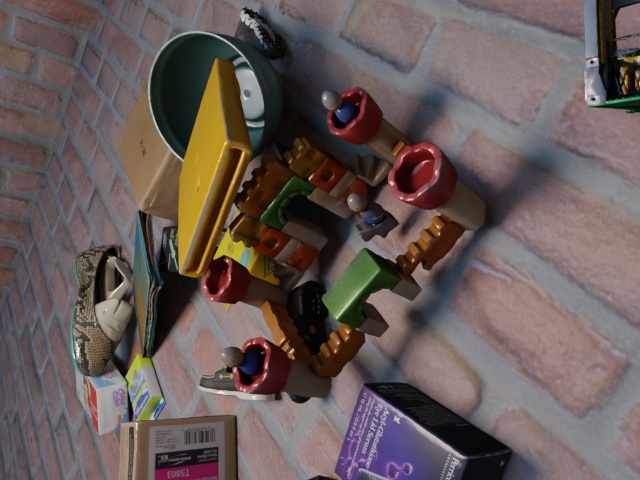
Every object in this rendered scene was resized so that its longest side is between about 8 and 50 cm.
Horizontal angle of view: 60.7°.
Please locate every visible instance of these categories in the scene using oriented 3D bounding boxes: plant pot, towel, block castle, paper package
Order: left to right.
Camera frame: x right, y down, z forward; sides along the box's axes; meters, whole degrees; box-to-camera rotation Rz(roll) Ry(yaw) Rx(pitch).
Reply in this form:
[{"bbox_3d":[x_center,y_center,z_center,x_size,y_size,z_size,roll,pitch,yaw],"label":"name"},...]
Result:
[{"bbox_3d":[-0.480,0.121,1.504,0.370,0.040,0.271,114,144,-46],"label":"towel"},{"bbox_3d":[-0.391,-0.270,1.482,0.309,0.168,0.324,-54,46,24],"label":"paper package"},{"bbox_3d":[-0.197,-0.312,1.205,0.293,0.196,0.292,11,117,23],"label":"plant pot"},{"bbox_3d":[0.000,0.000,0.873,0.453,0.213,0.303,-51,41,15],"label":"block castle"}]

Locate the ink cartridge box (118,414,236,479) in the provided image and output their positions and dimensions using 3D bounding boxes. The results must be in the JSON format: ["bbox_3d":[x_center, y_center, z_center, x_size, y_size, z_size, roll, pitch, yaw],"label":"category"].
[{"bbox_3d":[-0.296,0.473,1.151,0.088,0.235,0.193,-23,65,45],"label":"ink cartridge box"}]

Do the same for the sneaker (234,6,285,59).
[{"bbox_3d":[-0.155,-0.476,1.332,0.106,0.078,0.234,-58,41,26],"label":"sneaker"}]

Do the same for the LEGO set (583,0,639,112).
[{"bbox_3d":[0.405,-0.236,0.504,0.331,0.255,0.192,4,101,56],"label":"LEGO set"}]

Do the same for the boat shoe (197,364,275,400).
[{"bbox_3d":[-0.180,0.302,1.182,0.228,0.081,0.068,-6,74,41],"label":"boat shoe"}]

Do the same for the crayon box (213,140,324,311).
[{"bbox_3d":[-0.115,-0.021,1.148,0.318,0.081,0.202,-58,33,22],"label":"crayon box"}]

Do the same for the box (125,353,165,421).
[{"bbox_3d":[-0.496,0.421,1.539,0.109,0.042,0.178,-58,44,23],"label":"box"}]

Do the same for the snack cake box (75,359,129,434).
[{"bbox_3d":[-0.667,0.450,1.660,0.264,0.089,0.152,22,113,51],"label":"snack cake box"}]

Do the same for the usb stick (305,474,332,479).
[{"bbox_3d":[-0.066,0.510,1.028,0.278,0.045,0.077,-39,61,36],"label":"usb stick"}]

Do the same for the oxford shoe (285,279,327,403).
[{"bbox_3d":[-0.040,0.197,1.047,0.096,0.083,0.227,-24,52,46],"label":"oxford shoe"}]

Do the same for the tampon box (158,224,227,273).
[{"bbox_3d":[-0.325,0.026,1.387,0.161,0.102,0.120,-3,80,49],"label":"tampon box"}]

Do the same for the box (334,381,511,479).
[{"bbox_3d":[0.140,0.318,0.788,0.207,0.108,0.153,22,97,49],"label":"box"}]

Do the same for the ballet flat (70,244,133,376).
[{"bbox_3d":[-0.667,0.181,1.693,0.182,0.164,0.482,-27,46,4],"label":"ballet flat"}]

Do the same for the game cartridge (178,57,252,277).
[{"bbox_3d":[-0.203,-0.141,1.006,0.323,0.053,0.285,-105,35,-48],"label":"game cartridge"}]
